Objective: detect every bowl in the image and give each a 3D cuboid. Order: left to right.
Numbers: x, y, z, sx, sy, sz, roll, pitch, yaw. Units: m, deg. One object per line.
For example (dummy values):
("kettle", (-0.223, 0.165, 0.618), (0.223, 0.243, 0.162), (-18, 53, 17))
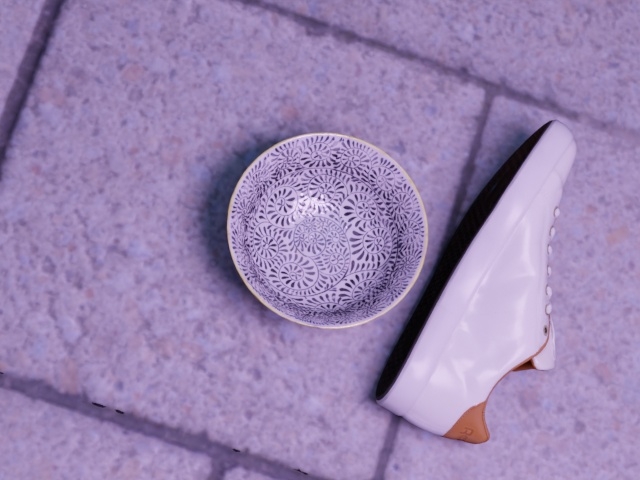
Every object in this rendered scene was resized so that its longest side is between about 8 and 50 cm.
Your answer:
("bowl", (0.000, 0.000, 1.414), (0.170, 0.080, 0.170), (3, 75, -10))

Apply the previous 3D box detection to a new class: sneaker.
("sneaker", (0.165, 0.040, 1.429), (0.123, 0.106, 0.290), (30, 84, -6))
